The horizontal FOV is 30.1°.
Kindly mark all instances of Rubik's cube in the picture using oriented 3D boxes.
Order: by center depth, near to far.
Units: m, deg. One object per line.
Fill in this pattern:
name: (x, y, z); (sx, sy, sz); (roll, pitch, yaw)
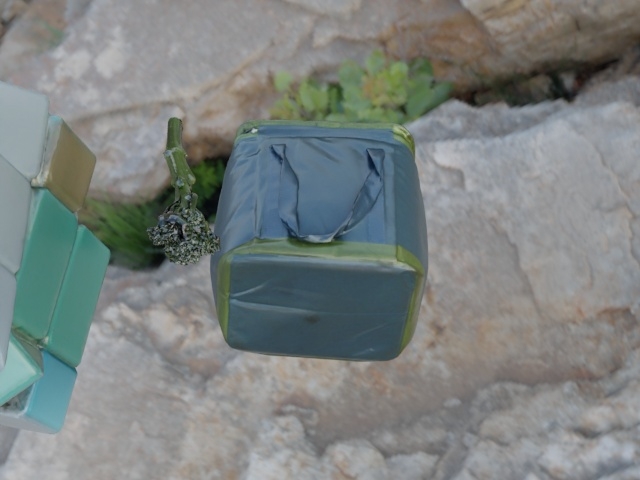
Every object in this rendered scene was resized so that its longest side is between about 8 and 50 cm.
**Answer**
Rubik's cube: (-0.263, 0.010, 0.726); (0.224, 0.213, 0.265); (6, 71, 14)

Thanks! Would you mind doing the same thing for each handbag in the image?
handbag: (0.000, 0.000, 1.457); (0.263, 0.222, 0.241); (2, 45, 2)

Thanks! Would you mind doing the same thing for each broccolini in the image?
broccolini: (-0.101, -0.044, 0.900); (0.042, 0.044, 0.218); (-36, 25, 14)
